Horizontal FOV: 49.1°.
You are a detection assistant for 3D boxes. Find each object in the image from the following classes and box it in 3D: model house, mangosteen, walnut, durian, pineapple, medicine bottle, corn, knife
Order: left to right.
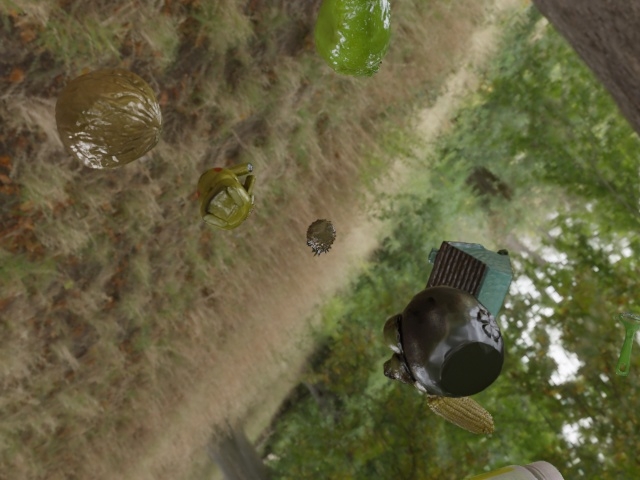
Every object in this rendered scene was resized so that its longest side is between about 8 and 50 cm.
[{"bbox_3d":[-0.448,-0.259,1.504,0.228,0.228,0.228,-32,168,-8],"label":"walnut"},{"bbox_3d":[0.000,0.000,1.671,0.074,0.074,0.159,-32,170,-9],"label":"pineapple"},{"bbox_3d":[0.083,-0.563,1.796,0.340,0.205,0.255,-31,131,-79],"label":"durian"},{"bbox_3d":[0.280,0.252,1.632,0.288,0.233,0.287,-15,127,-21],"label":"mangosteen"},{"bbox_3d":[0.437,0.143,2.204,0.230,0.249,0.280,-61,168,-68],"label":"model house"},{"bbox_3d":[0.506,0.611,2.545,0.119,0.322,0.119,-45,-154,29],"label":"corn"},{"bbox_3d":[0.587,0.840,2.235,0.379,0.213,0.213,-6,156,-25],"label":"medicine bottle"},{"bbox_3d":[0.770,0.259,1.765,0.166,0.078,0.022,-67,154,-22],"label":"knife"}]

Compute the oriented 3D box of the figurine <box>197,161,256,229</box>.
[{"bbox_3d":[-0.304,-0.153,2.273,0.218,0.326,0.169,-45,122,8],"label":"figurine"}]
